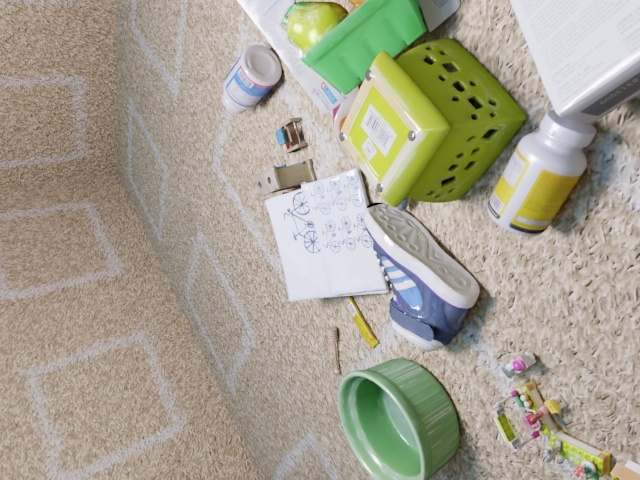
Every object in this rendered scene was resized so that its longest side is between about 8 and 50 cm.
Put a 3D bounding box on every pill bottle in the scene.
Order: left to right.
[{"bbox_3d":[-0.214,-0.465,1.426,0.221,0.124,0.124,-22,85,57],"label":"pill bottle"},{"bbox_3d":[0.345,-0.104,0.756,0.103,0.103,0.184,49,140,34],"label":"pill bottle"}]

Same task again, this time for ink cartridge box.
[{"bbox_3d":[0.380,-0.392,0.592,0.308,0.091,0.385,-41,54,55],"label":"ink cartridge box"}]

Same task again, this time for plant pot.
[{"bbox_3d":[0.177,-0.205,0.873,0.228,0.207,0.227,59,145,24],"label":"plant pot"}]

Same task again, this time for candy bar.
[{"bbox_3d":[0.109,0.219,1.328,0.161,0.018,0.040,60,141,21],"label":"candy bar"}]

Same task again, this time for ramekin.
[{"bbox_3d":[0.191,0.440,1.178,0.303,0.148,0.303,29,127,48],"label":"ramekin"}]

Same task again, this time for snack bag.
[{"bbox_3d":[0.000,0.000,1.285,0.342,0.037,0.323,-10,96,37],"label":"snack bag"}]

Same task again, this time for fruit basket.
[{"bbox_3d":[0.026,-0.474,0.901,0.327,0.165,0.353,-35,97,22],"label":"fruit basket"}]

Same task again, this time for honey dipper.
[{"bbox_3d":[0.043,0.338,1.471,0.030,0.030,0.160,21,123,52],"label":"honey dipper"}]

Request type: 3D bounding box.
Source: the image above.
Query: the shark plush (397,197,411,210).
[{"bbox_3d":[0.161,-0.110,1.003,0.073,0.161,0.067,44,100,24],"label":"shark plush"}]

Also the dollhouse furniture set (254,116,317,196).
[{"bbox_3d":[-0.117,-0.235,1.372,0.129,0.129,0.183,-11,95,57],"label":"dollhouse furniture set"}]

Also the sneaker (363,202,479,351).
[{"bbox_3d":[0.177,0.097,1.068,0.323,0.130,0.236,47,134,28],"label":"sneaker"}]

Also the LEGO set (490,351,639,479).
[{"bbox_3d":[0.408,0.348,0.850,0.287,0.107,0.132,52,141,31],"label":"LEGO set"}]

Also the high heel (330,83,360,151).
[{"bbox_3d":[0.056,-0.340,1.141,0.117,0.082,0.244,-106,4,-60],"label":"high heel"}]

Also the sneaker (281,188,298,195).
[{"bbox_3d":[-0.064,-0.102,1.397,0.208,0.081,0.094,12,106,52],"label":"sneaker"}]
